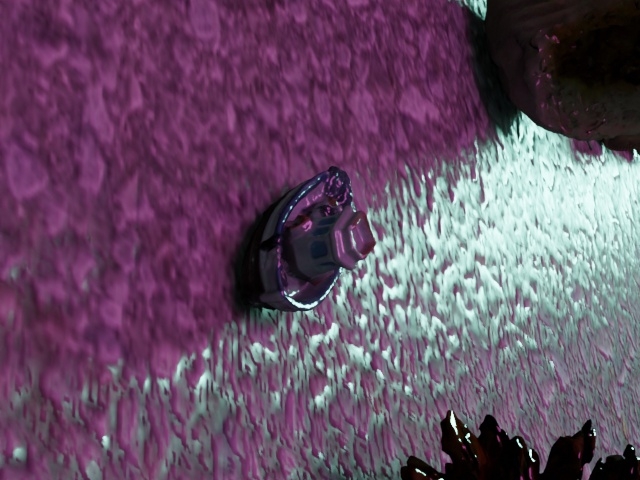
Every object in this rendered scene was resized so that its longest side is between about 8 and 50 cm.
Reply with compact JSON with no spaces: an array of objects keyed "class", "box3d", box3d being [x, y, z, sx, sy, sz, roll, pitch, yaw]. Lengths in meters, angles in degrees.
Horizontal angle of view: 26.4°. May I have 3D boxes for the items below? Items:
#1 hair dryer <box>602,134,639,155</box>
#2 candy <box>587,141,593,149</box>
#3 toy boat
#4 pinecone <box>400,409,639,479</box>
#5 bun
[{"class":"hair dryer","box3d":[0.349,-0.136,1.517,0.181,0.064,0.117,40,37,-56]},{"class":"candy","box3d":[0.265,-0.128,1.395,0.023,0.025,0.083,-47,126,-30]},{"class":"toy boat","box3d":[0.000,0.000,0.773,0.059,0.066,0.140,65,29,-17]},{"class":"pinecone","box3d":[0.137,0.199,0.742,0.221,0.221,0.221,40,40,-44]},{"class":"bun","box3d":[0.290,-0.200,1.219,0.205,0.281,0.282,43,38,-43]}]
